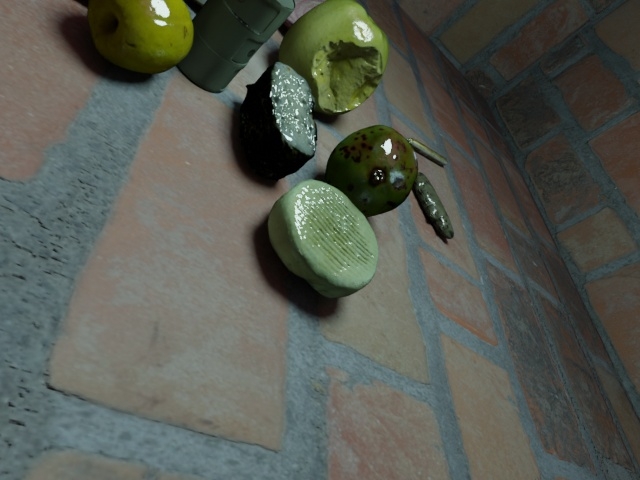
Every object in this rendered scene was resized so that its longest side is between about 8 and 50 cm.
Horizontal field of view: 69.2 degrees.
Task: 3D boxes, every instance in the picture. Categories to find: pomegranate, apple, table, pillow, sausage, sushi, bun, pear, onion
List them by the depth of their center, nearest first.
[{"bbox_3d":[-0.280,-0.343,0.736,0.149,0.148,0.162,52,36,-3],"label":"pear"},{"bbox_3d":[-0.002,-0.002,0.809,0.221,0.108,0.221,25,50,-34],"label":"bun"},{"bbox_3d":[-0.164,-0.397,0.864,0.126,0.220,0.126,34,35,-29],"label":"table"},{"bbox_3d":[-0.086,-0.225,0.889,0.124,0.127,0.225,23,51,-40],"label":"sushi"},{"bbox_3d":[0.105,-0.151,1.020,0.202,0.202,0.248,44,7,-15],"label":"pomegranate"},{"bbox_3d":[0.036,-0.457,1.163,0.279,0.279,0.279,32,38,-30],"label":"apple"},{"bbox_3d":[-0.021,-0.625,1.380,0.247,0.111,0.250,18,53,-11],"label":"onion"},{"bbox_3d":[0.327,-0.113,1.381,0.093,0.051,0.241,16,49,-51],"label":"pillow"},{"bbox_3d":[0.384,-0.315,1.661,0.269,0.032,0.033,15,49,-44],"label":"sausage"}]

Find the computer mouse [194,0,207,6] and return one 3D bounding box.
[{"bbox_3d":[-0.294,-0.626,1.049,0.310,0.071,0.158,49,34,-7],"label":"computer mouse"}]
